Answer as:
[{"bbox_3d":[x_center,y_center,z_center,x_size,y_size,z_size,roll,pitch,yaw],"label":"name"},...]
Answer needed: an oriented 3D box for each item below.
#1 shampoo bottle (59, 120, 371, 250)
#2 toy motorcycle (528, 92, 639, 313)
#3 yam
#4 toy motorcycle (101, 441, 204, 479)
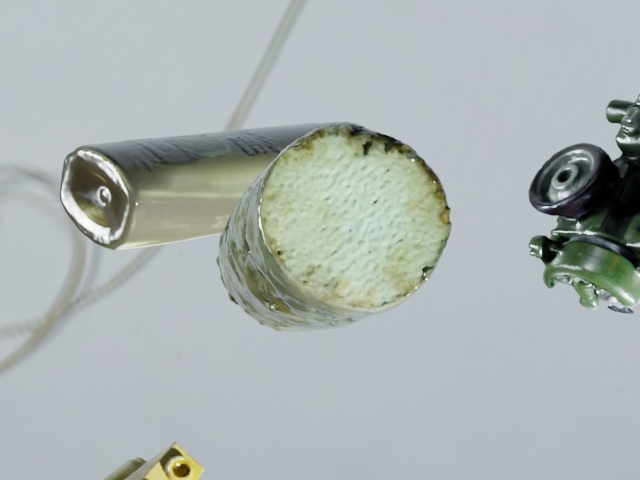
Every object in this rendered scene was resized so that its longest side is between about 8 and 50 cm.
[{"bbox_3d":[-0.076,-0.058,1.821,0.350,0.125,0.084,-9,125,-43],"label":"shampoo bottle"},{"bbox_3d":[0.299,-0.034,1.521,0.127,0.275,0.205,49,63,-39],"label":"toy motorcycle"},{"bbox_3d":[0.000,0.000,1.123,0.107,0.194,0.107,2,82,-11],"label":"yam"},{"bbox_3d":[-0.149,0.212,1.170,0.094,0.130,0.229,44,63,-3],"label":"toy motorcycle"}]
